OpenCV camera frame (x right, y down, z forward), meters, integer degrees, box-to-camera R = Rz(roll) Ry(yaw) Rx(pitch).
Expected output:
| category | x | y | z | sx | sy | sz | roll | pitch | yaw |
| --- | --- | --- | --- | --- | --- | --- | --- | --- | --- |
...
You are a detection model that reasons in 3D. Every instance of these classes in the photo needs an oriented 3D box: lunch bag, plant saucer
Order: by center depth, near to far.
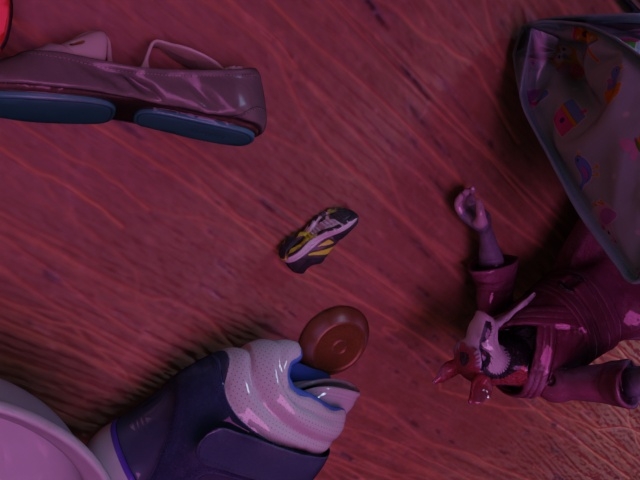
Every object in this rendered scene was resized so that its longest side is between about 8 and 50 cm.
| category | x | y | z | sx | sy | sz | roll | pitch | yaw |
| --- | --- | --- | --- | --- | --- | --- | --- | --- | --- |
| lunch bag | 0.318 | -0.105 | 0.550 | 0.223 | 0.262 | 0.160 | 0 | 141 | -28 |
| plant saucer | 0.017 | 0.108 | 0.628 | 0.083 | 0.015 | 0.083 | -10 | 115 | -22 |

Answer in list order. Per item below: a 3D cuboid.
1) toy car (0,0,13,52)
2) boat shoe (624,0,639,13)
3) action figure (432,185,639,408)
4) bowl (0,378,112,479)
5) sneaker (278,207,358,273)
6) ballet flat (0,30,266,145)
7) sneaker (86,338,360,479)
| category | x | y | z | sx | sy | sz | roll | pitch | yaw |
| --- | --- | --- | --- | --- | --- | --- | --- | --- | --- |
| toy car | -0.318 | -0.179 | 0.311 | 0.239 | 0.053 | 0.225 | -24 | 120 | -16 |
| boat shoe | 0.298 | -0.264 | 0.561 | 0.254 | 0.095 | 0.079 | 18 | 92 | -41 |
| action figure | 0.272 | 0.073 | 0.670 | 0.370 | 0.248 | 0.276 | -27 | 148 | -15 |
| bowl | -0.304 | 0.198 | 0.436 | 0.298 | 0.134 | 0.298 | -10 | 116 | -22 |
| sneaker | 0.000 | 0.000 | 0.567 | 0.083 | 0.031 | 0.035 | -30 | 136 | -7 |
| ballet flat | -0.140 | -0.113 | 0.432 | 0.213 | 0.072 | 0.068 | 3 | 83 | -28 |
| sneaker | -0.043 | 0.242 | 0.587 | 0.236 | 0.130 | 0.323 | -29 | 116 | -8 |
